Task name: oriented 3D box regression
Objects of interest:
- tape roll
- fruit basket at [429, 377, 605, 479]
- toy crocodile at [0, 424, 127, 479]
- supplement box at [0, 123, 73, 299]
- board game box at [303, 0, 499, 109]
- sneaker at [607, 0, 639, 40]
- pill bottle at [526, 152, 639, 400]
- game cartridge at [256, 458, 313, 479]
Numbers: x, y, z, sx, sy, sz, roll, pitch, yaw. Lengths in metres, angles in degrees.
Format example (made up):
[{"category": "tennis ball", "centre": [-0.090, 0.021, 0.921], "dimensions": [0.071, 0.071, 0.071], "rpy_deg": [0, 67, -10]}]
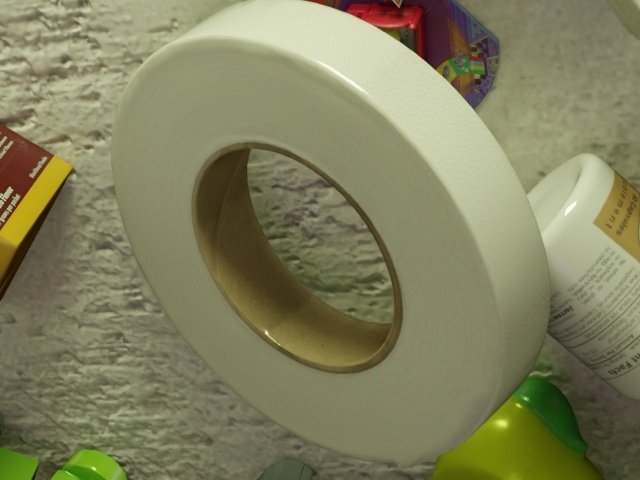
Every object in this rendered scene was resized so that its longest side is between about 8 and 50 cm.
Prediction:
[{"category": "tape roll", "centre": [0.000, 0.000, 1.515], "dimensions": [0.392, 0.072, 0.392], "rpy_deg": [25, 134, 29]}, {"category": "fruit basket", "centre": [0.179, 0.316, 1.664], "dimensions": [0.392, 0.392, 0.283], "rpy_deg": [-26, 140, 31]}, {"category": "toy crocodile", "centre": [-0.298, 0.246, 1.847], "dimensions": [0.341, 0.115, 0.105], "rpy_deg": [24, 134, 5]}, {"category": "supplement box", "centre": [-0.353, -0.019, 1.670], "dimensions": [0.194, 0.129, 0.191], "rpy_deg": [31, 128, -4]}, {"category": "board game box", "centre": [0.052, -0.146, 1.505], "dimensions": [0.169, 0.033, 0.133], "rpy_deg": [42, 126, -11]}, {"category": "sneaker", "centre": [0.225, -0.219, 1.364], "dimensions": [0.152, 0.084, 0.058], "rpy_deg": [50, 167, -27]}, {"category": "pill bottle", "centre": [0.251, 0.050, 1.512], "dimensions": [0.229, 0.131, 0.131], "rpy_deg": [40, 126, -11]}, {"category": "game cartridge", "centre": [-0.111, 0.353, 1.804], "dimensions": [0.062, 0.198, 0.297], "rpy_deg": [35, 127, -7]}]
